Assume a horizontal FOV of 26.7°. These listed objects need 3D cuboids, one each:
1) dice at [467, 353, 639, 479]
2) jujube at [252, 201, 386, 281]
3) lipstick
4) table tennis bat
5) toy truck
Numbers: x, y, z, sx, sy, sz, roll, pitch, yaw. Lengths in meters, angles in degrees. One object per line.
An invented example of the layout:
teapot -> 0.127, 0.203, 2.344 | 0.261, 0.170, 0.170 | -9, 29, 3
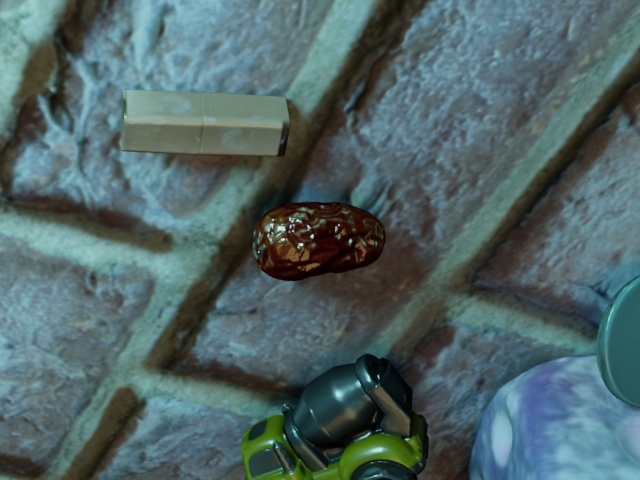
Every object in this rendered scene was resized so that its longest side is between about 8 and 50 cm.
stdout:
dice -> 0.326, 0.306, 1.513 | 0.270, 0.270, 0.271 | 2, 135, -12
jujube -> 0.000, 0.000, 1.292 | 0.129, 0.077, 0.077 | -1, 135, -17
lipstick -> -0.102, -0.103, 1.191 | 0.145, 0.045, 0.045 | 1, 136, -12
table tennis bat -> 0.390, 0.106, 1.457 | 0.237, 0.038, 0.149 | 3, 96, -31
toy truck -> 0.006, 0.225, 1.487 | 0.224, 0.147, 0.165 | -23, 110, 16
